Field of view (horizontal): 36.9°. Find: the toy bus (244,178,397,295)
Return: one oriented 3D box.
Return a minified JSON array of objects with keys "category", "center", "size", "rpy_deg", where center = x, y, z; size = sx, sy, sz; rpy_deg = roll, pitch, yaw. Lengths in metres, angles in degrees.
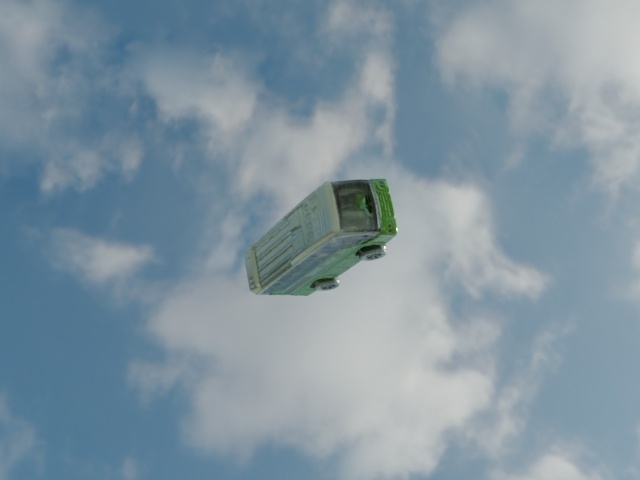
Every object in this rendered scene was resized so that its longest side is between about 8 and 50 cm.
[{"category":"toy bus","center":[0.000,0.000,0.421],"size":[0.037,0.031,0.083],"rpy_deg":[1,-22,-29]}]
